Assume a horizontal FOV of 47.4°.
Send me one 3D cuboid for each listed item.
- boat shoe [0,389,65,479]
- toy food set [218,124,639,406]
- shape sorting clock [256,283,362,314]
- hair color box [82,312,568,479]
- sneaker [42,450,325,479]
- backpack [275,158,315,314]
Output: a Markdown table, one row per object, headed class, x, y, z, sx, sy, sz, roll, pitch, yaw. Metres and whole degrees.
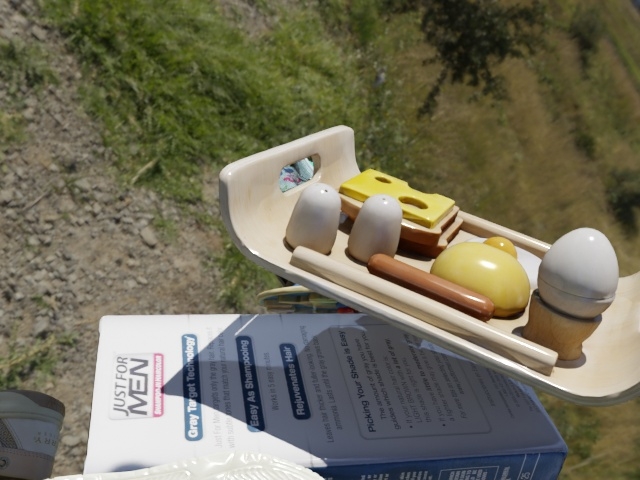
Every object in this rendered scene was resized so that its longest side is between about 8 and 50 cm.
| class | x | y | z | sx | sy | sz | roll | pitch | yaw |
| --- | --- | --- | --- | --- | --- | --- | --- | --- | --- |
| boat shoe | -0.472 | 0.254 | 0.860 | 0.121 | 0.341 | 0.110 | 59 | 23 | -57 |
| toy food set | 0.109 | -0.012 | 0.541 | 0.306 | 0.092 | 0.220 | 23 | 25 | 17 |
| shape sorting clock | 0.028 | 0.074 | 0.860 | 0.206 | 0.206 | 0.040 | 13 | 70 | -54 |
| hair color box | -0.005 | 0.150 | 0.595 | 0.348 | 0.105 | 0.173 | 1 | 32 | -13 |
| sneaker | -0.067 | 0.148 | 0.359 | 0.152 | 0.084 | 0.058 | -2 | 52 | -10 |
| backpack | 0.000 | 0.000 | 1.133 | 0.253 | 0.191 | 0.225 | -117 | -171 | -50 |
